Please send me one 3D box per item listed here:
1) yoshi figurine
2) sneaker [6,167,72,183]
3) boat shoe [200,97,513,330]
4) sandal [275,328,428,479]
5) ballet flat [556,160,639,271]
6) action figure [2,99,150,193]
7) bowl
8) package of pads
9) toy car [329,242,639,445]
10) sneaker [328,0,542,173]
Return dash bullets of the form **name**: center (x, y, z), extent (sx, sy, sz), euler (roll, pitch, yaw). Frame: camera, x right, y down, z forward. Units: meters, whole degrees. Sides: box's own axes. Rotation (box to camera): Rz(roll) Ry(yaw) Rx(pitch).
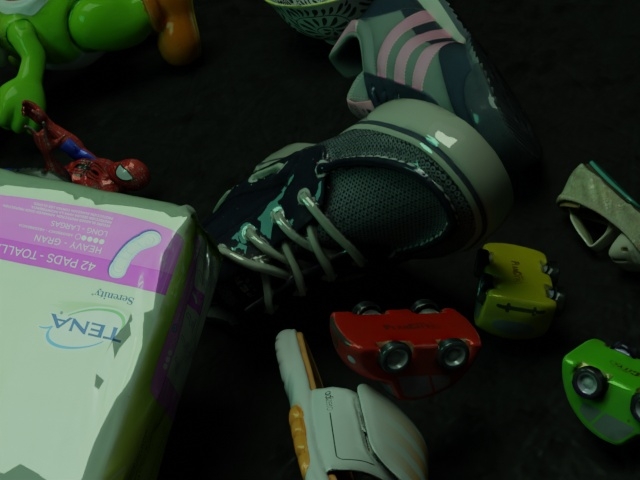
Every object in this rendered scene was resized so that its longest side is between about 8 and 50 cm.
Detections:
- **yoshi figurine**: center (-0.319, -0.192, 1.534), extent (0.362, 0.203, 0.203), euler (-15, 73, -16)
- **sneaker**: center (-0.350, 0.007, 1.292), extent (0.286, 0.109, 0.130), euler (-6, 44, 25)
- **boat shoe**: center (0.000, 0.000, 1.044), extent (0.158, 0.127, 0.340), euler (-42, 11, -21)
- **sandal**: center (0.026, 0.128, 0.924), extent (0.076, 0.102, 0.265), euler (-23, 32, 2)
- **ballet flat**: center (0.230, -0.004, 1.057), extent (0.052, 0.057, 0.168), euler (-49, 30, 8)
- **action figure**: center (-0.300, -0.075, 1.352), extent (0.280, 0.139, 0.091), euler (-4, 39, 19)
- **bowl**: center (0.026, -0.255, 1.471), extent (0.170, 0.080, 0.170), euler (-14, 34, 9)
- **package of pads**: center (-0.209, 0.100, 0.966), extent (0.229, 0.101, 0.297), euler (12, 68, 15)
- **toy car**: center (0.149, 0.083, 0.934), extent (0.225, 0.053, 0.239), euler (25, 28, 30)
- **sneaker**: center (0.096, -0.127, 1.260), extent (0.131, 0.112, 0.319), euler (-35, 30, 9)
